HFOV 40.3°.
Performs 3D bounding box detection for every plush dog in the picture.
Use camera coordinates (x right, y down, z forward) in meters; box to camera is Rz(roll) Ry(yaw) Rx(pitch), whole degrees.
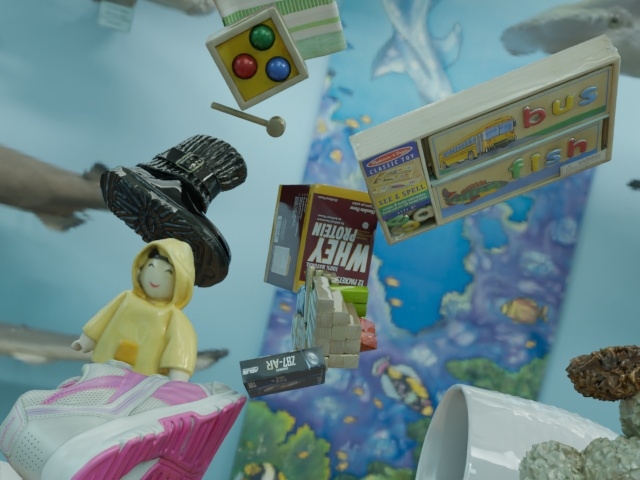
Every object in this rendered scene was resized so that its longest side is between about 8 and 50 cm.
[{"bbox_3d":[0.362,0.208,0.891,0.263,0.225,0.211,6,1,-19],"label":"plush dog"}]

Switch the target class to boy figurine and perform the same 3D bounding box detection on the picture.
[{"bbox_3d":[-0.226,0.133,1.086,0.177,0.285,0.092,24,-7,26],"label":"boy figurine"}]

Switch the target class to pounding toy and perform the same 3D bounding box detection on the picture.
[{"bbox_3d":[-0.110,-0.260,1.458,0.181,0.206,0.094,-26,21,7],"label":"pounding toy"}]

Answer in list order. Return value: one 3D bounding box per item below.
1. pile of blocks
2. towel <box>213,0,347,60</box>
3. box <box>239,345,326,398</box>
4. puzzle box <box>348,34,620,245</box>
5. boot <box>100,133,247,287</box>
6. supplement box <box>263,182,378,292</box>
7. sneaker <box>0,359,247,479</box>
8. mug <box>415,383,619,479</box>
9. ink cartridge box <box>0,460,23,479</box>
[{"bbox_3d":[0.028,0.118,1.326,0.113,0.148,0.362,3,-6,-8],"label":"pile of blocks"},{"bbox_3d":[-0.098,-0.493,1.783,0.248,0.038,0.324,-13,-43,5],"label":"towel"},{"bbox_3d":[-0.030,0.109,0.716,0.067,0.018,0.083,-10,-18,-5],"label":"box"},{"bbox_3d":[0.265,-0.145,1.373,0.409,0.052,0.272,-22,-32,3],"label":"puzzle box"},{"bbox_3d":[-0.228,-0.074,1.694,0.348,0.131,0.260,42,43,24],"label":"boot"},{"bbox_3d":[0.000,0.000,1.569,0.129,0.191,0.194,9,0,-21],"label":"supplement box"},{"bbox_3d":[-0.147,0.141,0.682,0.111,0.103,0.252,32,5,20],"label":"sneaker"},{"bbox_3d":[0.322,0.414,1.244,0.328,0.276,0.374,14,42,-4],"label":"mug"},{"bbox_3d":[-0.430,0.385,1.180,0.218,0.158,0.092,33,26,-38],"label":"ink cartridge box"}]
